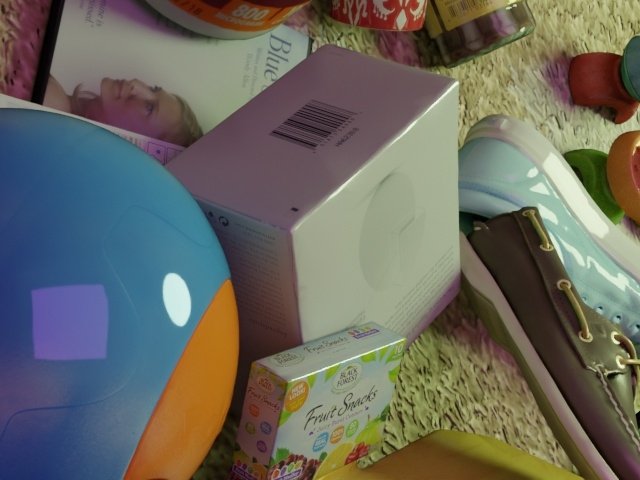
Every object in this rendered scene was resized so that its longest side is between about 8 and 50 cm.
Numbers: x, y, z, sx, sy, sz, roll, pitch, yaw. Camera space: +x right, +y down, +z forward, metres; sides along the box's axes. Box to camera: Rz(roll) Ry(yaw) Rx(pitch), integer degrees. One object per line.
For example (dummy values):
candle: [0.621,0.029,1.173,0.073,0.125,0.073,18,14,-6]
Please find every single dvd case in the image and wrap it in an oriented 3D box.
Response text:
dvd case: [-0.120,-0.142,1.031,0.253,0.022,0.180,20,67,-33]

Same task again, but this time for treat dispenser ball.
treat dispenser ball: [-0.195,0.061,0.747,0.288,0.288,0.288,11,72,-36]

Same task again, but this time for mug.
mug: [0.063,-0.296,1.138,0.113,0.150,0.169,5,109,-2]

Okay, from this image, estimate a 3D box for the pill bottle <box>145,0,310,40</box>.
pill bottle: [0.006,-0.339,0.924,0.224,0.392,0.224,18,60,-34]

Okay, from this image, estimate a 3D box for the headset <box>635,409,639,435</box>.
headset: [0.374,0.323,1.184,0.394,0.243,0.185,-51,131,-19]

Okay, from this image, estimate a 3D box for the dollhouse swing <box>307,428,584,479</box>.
dollhouse swing: [0.125,0.334,0.899,0.305,0.347,0.315,22,89,-64]

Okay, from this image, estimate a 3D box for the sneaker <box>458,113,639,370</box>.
sneaker: [0.244,0.051,1.209,0.366,0.135,0.150,45,62,-10]

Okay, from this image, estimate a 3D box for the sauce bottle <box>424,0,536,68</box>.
sauce bottle: [0.113,-0.353,1.209,0.111,0.111,0.344,-25,96,-39]

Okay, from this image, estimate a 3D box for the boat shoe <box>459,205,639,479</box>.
boat shoe: [0.213,0.094,1.009,0.324,0.097,0.116,62,0,43]

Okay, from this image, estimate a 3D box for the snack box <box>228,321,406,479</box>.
snack box: [0.000,0.122,0.861,0.141,0.037,0.100,-14,122,-50]

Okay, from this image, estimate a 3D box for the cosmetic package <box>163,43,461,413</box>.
cosmetic package: [0.000,0.000,0.953,0.224,0.138,0.224,-42,140,-37]

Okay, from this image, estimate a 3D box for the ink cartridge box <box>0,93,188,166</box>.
ink cartridge box: [-0.211,-0.062,0.890,0.207,0.097,0.046,15,69,-35]

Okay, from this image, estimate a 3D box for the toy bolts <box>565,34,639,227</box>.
toy bolts: [0.394,-0.121,1.338,0.218,0.158,0.228,11,72,-36]
